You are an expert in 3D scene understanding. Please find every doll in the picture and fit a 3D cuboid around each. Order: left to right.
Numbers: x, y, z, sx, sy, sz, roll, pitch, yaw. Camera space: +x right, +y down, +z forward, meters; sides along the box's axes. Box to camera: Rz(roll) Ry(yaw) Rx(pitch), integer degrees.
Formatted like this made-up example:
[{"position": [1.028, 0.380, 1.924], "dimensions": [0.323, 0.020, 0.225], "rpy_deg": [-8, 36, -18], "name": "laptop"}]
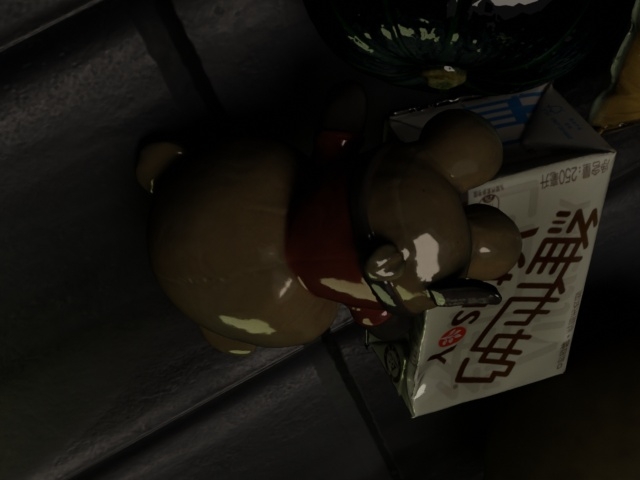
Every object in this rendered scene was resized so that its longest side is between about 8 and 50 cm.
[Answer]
[{"position": [0.000, 0.000, 1.056], "dimensions": [0.330, 0.174, 0.235], "rpy_deg": [-7, 116, 28], "name": "doll"}]

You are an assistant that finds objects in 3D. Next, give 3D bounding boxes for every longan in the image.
[{"position": [0.357, 0.257, 1.457], "dimensions": [0.361, 0.361, 0.361], "rpy_deg": [-15, 134, -17], "name": "longan"}]

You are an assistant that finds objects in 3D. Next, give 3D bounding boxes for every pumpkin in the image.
[{"position": [0.108, -0.238, 0.958], "dimensions": [0.248, 0.248, 0.248], "rpy_deg": [-15, 134, -17], "name": "pumpkin"}]

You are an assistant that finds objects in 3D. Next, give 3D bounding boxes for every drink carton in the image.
[{"position": [0.165, 0.015, 1.258], "dimensions": [0.194, 0.132, 0.324], "rpy_deg": [-14, 135, -17], "name": "drink carton"}]

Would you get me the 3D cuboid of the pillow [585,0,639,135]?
[{"position": [0.407, -0.248, 1.154], "dimensions": [0.312, 0.119, 0.310], "rpy_deg": [-18, 138, -24], "name": "pillow"}]
